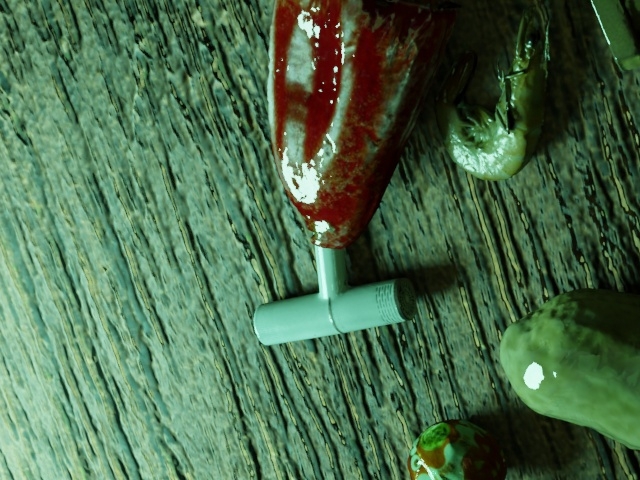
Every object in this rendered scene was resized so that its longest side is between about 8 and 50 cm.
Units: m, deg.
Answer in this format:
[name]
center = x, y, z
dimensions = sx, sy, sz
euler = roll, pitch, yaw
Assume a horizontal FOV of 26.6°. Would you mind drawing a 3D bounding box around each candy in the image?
[candy]
center = 0.202, 0.268, 1.249
dimensions = 0.287, 0.078, 0.084
euler = 36, 117, -3

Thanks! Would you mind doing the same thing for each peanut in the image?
[peanut]
center = 0.260, 0.108, 1.122
dimensions = 0.224, 0.129, 0.129
euler = 16, 116, 25

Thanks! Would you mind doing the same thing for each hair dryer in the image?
[hair dryer]
center = -0.008, 0.000, 1.243
dimensions = 0.154, 0.044, 0.183
euler = -13, 99, 25

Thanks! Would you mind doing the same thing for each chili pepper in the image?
[chili pepper]
center = 0.012, -0.112, 1.141
dimensions = 0.144, 0.136, 0.253
euler = 8, 116, -18

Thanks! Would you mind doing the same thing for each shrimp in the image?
[shrimp]
center = 0.146, -0.127, 1.132
dimensions = 0.095, 0.045, 0.163
euler = 29, 126, 33

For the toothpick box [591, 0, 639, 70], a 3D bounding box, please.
[toothpick box]
center = 0.318, -0.270, 0.922
dimensions = 0.308, 0.190, 0.188
euler = -21, 101, 23
